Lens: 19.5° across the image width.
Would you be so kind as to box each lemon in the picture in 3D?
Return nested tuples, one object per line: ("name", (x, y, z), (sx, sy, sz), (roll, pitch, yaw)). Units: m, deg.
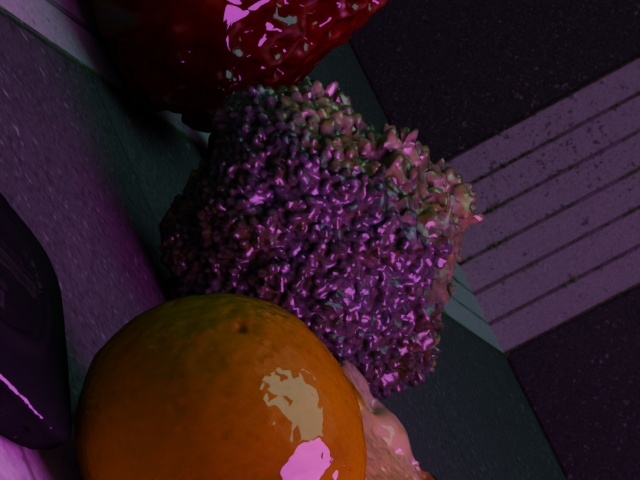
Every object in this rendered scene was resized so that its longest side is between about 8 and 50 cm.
("lemon", (-0.060, 0.128, 1.141), (0.178, 0.178, 0.203), (47, 16, -56))

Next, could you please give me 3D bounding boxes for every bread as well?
("bread", (-0.011, 0.184, 1.379), (0.174, 0.133, 0.251), (57, 12, 7))

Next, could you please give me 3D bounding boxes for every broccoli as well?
("broccoli", (0.008, 0.011, 1.560), (0.235, 0.288, 0.260), (33, 34, 30))

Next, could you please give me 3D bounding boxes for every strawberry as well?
("strawberry", (-0.062, -0.291, 1.804), (0.295, 0.345, 0.317), (61, 7, -51))

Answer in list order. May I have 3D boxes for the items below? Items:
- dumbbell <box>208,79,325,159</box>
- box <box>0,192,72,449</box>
("dumbbell", (-0.034, -0.045, 1.868), (0.144, 0.160, 0.325), (27, 22, -17))
("box", (-0.208, 0.014, 1.093), (0.212, 0.042, 0.201), (53, 15, -40))
